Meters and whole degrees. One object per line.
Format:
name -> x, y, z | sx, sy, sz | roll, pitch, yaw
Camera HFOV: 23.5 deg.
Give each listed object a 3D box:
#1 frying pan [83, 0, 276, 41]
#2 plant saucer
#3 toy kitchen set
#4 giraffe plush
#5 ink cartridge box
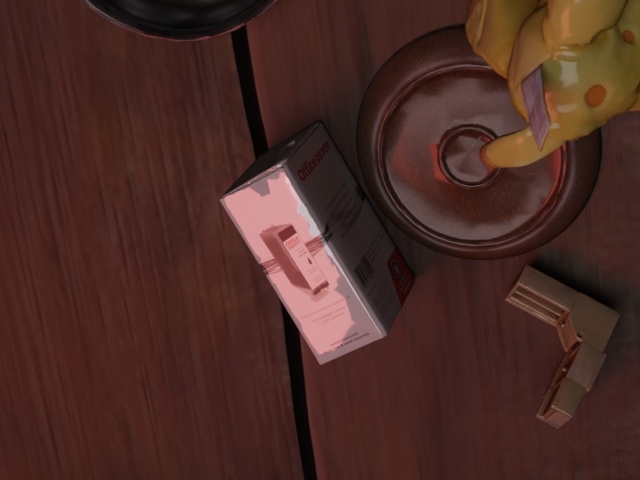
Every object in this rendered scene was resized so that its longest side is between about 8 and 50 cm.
frying pan -> -0.148, -0.266, 1.004 | 0.326, 0.053, 0.197 | 36, 116, 1
plant saucer -> 0.103, -0.060, 1.033 | 0.168, 0.029, 0.168 | 6, 112, 14
toy kitchen set -> 0.150, 0.079, 1.058 | 0.075, 0.083, 0.068 | 28, 157, 3
giraffe plush -> 0.199, -0.122, 0.917 | 0.170, 0.210, 0.181 | 10, 149, -15
ink cartridge box -> 0.000, 0.000, 1.045 | 0.056, 0.099, 0.135 | -26, 102, 24
